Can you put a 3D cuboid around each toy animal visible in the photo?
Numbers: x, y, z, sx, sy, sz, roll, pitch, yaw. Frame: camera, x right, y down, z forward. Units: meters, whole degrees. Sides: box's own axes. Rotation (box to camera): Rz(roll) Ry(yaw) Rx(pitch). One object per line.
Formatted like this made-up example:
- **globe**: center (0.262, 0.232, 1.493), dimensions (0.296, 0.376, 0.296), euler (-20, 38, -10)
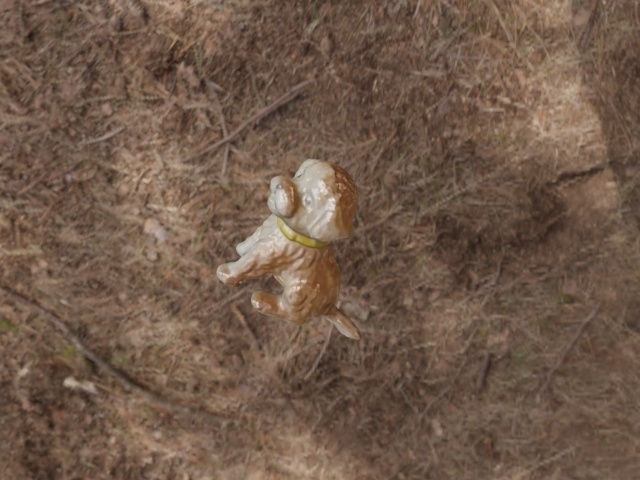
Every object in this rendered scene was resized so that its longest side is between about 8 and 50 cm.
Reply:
- **toy animal**: center (0.008, 0.009, 0.868), dimensions (0.183, 0.104, 0.185), euler (31, 121, -6)
